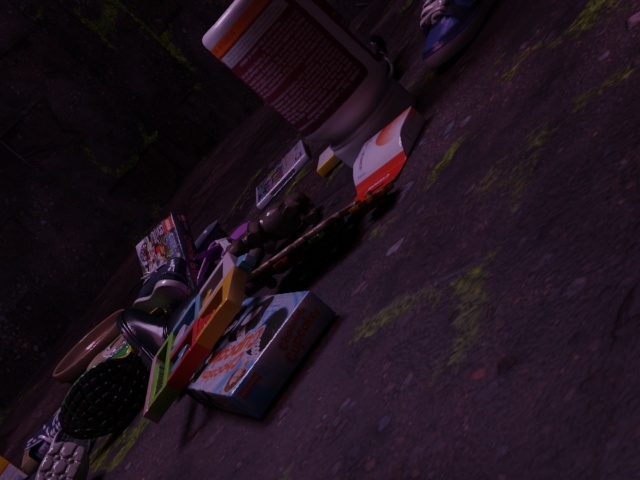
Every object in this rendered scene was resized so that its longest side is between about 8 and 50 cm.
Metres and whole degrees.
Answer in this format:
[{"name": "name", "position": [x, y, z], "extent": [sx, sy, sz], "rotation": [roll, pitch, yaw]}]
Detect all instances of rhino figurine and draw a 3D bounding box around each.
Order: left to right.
[{"name": "rhino figurine", "position": [-0.111, -0.015, 1.892], "extent": [0.243, 0.073, 0.106], "rotation": [-33, 18, 13]}]

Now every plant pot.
[{"name": "plant pot", "position": [-0.543, 0.290, 2.368], "extent": [0.237, 0.110, 0.237], "rotation": [-38, 12, 10]}]

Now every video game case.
[{"name": "video game case", "position": [-0.099, -0.172, 2.463], "extent": [0.183, 0.023, 0.201], "rotation": [-46, 15, 9]}]

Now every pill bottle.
[{"name": "pill bottle", "position": [-0.015, -0.335, 1.848], "extent": [0.224, 0.392, 0.224], "rotation": [-45, 13, 14]}]

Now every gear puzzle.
[{"name": "gear puzzle", "position": [0.000, 0.000, 1.607], "extent": [0.339, 0.044, 0.175], "rotation": [-35, -1, 27]}]

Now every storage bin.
[{"name": "storage bin", "position": [-0.259, 0.038, 2.237], "extent": [0.098, 0.091, 0.135], "rotation": [-28, 23, 56]}]

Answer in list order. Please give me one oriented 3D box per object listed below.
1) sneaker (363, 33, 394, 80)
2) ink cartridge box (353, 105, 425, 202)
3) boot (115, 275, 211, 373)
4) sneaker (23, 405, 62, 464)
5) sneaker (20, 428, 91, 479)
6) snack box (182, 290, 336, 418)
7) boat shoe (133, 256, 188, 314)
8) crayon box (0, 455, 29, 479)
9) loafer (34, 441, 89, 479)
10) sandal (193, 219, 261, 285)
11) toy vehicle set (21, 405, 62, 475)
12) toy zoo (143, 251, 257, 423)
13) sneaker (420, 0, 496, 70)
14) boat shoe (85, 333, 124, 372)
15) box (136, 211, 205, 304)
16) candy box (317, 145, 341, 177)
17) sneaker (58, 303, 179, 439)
[{"name": "sneaker", "position": [0.124, -0.399, 2.235], "extent": [0.146, 0.122, 0.330], "rotation": [-16, 29, 33]}, {"name": "ink cartridge box", "position": [0.104, -0.144, 1.695], "extent": [0.145, 0.045, 0.179], "rotation": [-36, 16, 45]}, {"name": "boot", "position": [-0.263, 0.148, 1.804], "extent": [0.207, 0.094, 0.246], "rotation": [-49, 45, 1]}, {"name": "sneaker", "position": [-0.576, 0.428, 2.135], "extent": [0.153, 0.099, 0.282], "rotation": [-51, 6, -32]}, {"name": "sneaker", "position": [-0.578, 0.491, 2.000], "extent": [0.163, 0.086, 0.226], "rotation": [-38, 18, 29]}, {"name": "snack box", "position": [-0.107, 0.171, 1.452], "extent": [0.187, 0.060, 0.322], "rotation": [-53, 14, -18]}, {"name": "boat shoe", "position": [-0.343, 0.103, 2.052], "extent": [0.254, 0.095, 0.079], "rotation": [133, 149, -61]}, {"name": "crayon box", "position": [-0.838, 0.636, 2.250], "extent": [0.081, 0.165, 0.278], "rotation": [-34, 19, 47]}, {"name": "loafer", "position": [-0.507, 0.515, 1.713], "extent": [0.111, 0.112, 0.319], "rotation": [94, -163, -45]}, {"name": "sandal", "position": [-0.215, 0.058, 2.009], "extent": [0.169, 0.102, 0.416], "rotation": [-42, 17, 27]}, {"name": "toy vehicle set", "position": [-0.666, 0.468, 2.449], "extent": [0.267, 0.035, 0.166], "rotation": [-50, 13, -5]}, {"name": "toy zoo", "position": [-0.196, 0.139, 1.563], "extent": [0.293, 0.030, 0.192], "rotation": [-54, 17, 16]}, {"name": "sneaker", "position": [0.231, -0.521, 1.918], "extent": [0.323, 0.236, 0.130], "rotation": [-55, 15, -26]}, {"name": "boat shoe", "position": [-0.440, 0.267, 2.151], "extent": [0.098, 0.109, 0.302], "rotation": [-45, 8, 22]}, {"name": "box", "position": [-0.336, 0.075, 2.160], "extent": [0.159, 0.044, 0.233], "rotation": [-40, 60, 37]}, {"name": "candy box", "position": [0.071, -0.229, 2.067], "extent": [0.206, 0.027, 0.105], "rotation": [-44, 12, 19]}, {"name": "sneaker", "position": [-0.400, 0.281, 1.987], "extent": [0.343, 0.134, 0.146], "rotation": [-44, 4, -20]}]
